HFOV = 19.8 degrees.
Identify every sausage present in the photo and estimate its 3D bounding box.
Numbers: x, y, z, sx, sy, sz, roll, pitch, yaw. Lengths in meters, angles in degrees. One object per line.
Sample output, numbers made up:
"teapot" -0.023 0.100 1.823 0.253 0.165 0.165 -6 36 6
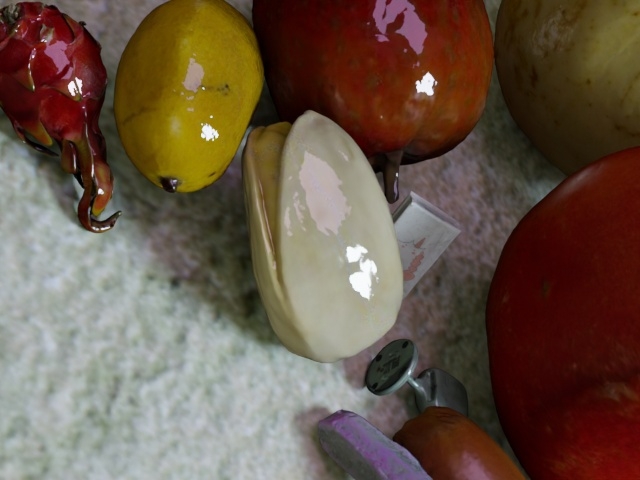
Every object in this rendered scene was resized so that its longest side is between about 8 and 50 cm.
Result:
"sausage" 0.165 0.264 1.485 0.089 0.083 0.300 -35 90 -13

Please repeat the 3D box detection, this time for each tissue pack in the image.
"tissue pack" 0.064 0.014 1.536 0.056 0.108 0.023 32 20 -23

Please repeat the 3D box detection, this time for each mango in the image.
"mango" -0.097 -0.127 1.456 0.227 0.109 0.147 -71 157 -58

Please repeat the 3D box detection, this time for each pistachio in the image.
"pistachio" 0.000 0.000 1.451 0.145 0.117 0.200 -51 133 -65

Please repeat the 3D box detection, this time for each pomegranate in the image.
"pomegranate" 0.339 -0.195 1.713 0.342 0.342 0.342 19 56 -30

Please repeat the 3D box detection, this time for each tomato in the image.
"tomato" 0.298 0.085 1.529 0.290 0.325 0.293 19 59 -31

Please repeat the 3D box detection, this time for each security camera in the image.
"security camera" 0.087 0.127 1.535 0.092 0.058 0.058 41 46 -29

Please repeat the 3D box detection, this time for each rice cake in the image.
"rice cake" 0.072 0.204 1.428 0.207 0.036 0.047 44 22 30

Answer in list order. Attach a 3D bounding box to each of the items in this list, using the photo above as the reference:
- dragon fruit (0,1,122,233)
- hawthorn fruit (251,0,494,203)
"dragon fruit" -0.199 -0.098 1.413 0.094 0.094 0.190 -41 116 -44
"hawthorn fruit" 0.051 -0.150 1.549 0.215 0.215 0.249 4 65 -37
